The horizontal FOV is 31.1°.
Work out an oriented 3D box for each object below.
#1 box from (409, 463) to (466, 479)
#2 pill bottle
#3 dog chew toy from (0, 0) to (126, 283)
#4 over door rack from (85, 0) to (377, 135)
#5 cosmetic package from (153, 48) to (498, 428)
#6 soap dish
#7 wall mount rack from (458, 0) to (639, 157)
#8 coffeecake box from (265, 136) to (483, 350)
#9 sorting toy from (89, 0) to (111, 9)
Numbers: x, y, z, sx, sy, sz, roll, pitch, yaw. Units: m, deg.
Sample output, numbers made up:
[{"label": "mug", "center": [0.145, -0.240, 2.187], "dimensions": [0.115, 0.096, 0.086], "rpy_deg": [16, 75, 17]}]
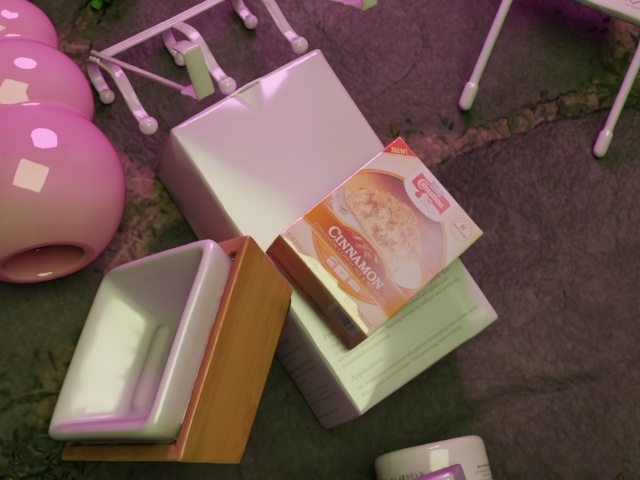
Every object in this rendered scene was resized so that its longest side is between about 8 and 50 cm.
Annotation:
[{"label": "box", "center": [0.014, 0.386, 1.158], "dimensions": [0.345, 0.168, 0.215], "rpy_deg": [-21, 80, 7]}, {"label": "pill bottle", "center": [0.145, 0.344, 1.296], "dimensions": [0.131, 0.131, 0.229], "rpy_deg": [-8, 76, -18]}, {"label": "dog chew toy", "center": [-0.335, -0.126, 1.266], "dimensions": [0.206, 0.206, 0.332], "rpy_deg": [-10, 70, -18]}, {"label": "over door rack", "center": [-0.105, -0.214, 1.300], "dimensions": [0.239, 0.324, 0.108], "rpy_deg": [-32, 111, -22]}, {"label": "cosmetic package", "center": [0.000, 0.000, 1.344], "dimensions": [0.217, 0.156, 0.385], "rpy_deg": [-30, 83, -21]}, {"label": "soap dish", "center": [-0.159, 0.128, 1.203], "dimensions": [0.118, 0.291, 0.229], "rpy_deg": [27, 67, -28]}, {"label": "wall mount rack", "center": [0.329, -0.297, 1.541], "dimensions": [0.350, 0.130, 0.304], "rpy_deg": [17, 67, -10]}, {"label": "coffeecake box", "center": [0.059, 0.002, 1.239], "dimensions": [0.185, 0.068, 0.142], "rpy_deg": [-40, 87, -24]}, {"label": "sorting toy", "center": [-0.387, -0.396, 1.393], "dimensions": [0.365, 0.127, 0.126], "rpy_deg": [30, 98, -9]}]
